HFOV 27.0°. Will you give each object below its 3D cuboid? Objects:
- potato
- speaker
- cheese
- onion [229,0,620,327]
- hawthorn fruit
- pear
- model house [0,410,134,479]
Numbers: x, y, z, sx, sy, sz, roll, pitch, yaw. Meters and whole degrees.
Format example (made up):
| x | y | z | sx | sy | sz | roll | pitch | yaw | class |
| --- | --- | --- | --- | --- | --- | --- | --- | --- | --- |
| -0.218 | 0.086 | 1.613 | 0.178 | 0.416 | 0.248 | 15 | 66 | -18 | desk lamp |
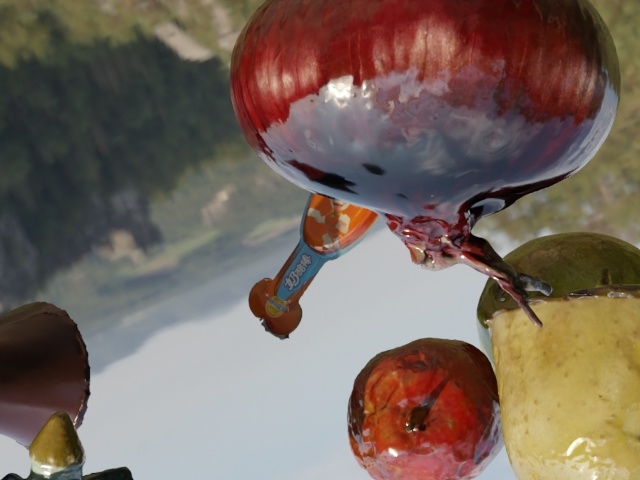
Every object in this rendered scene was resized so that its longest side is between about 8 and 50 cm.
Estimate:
| x | y | z | sx | sy | sz | roll | pitch | yaw | class |
| --- | --- | --- | --- | --- | --- | --- | --- | --- | --- |
| 0.280 | 0.170 | 1.345 | 0.242 | 0.242 | 0.285 | -23 | 179 | -29 | potato |
| -0.438 | 0.127 | 1.572 | 0.198 | 0.259 | 0.329 | 28 | -170 | 36 | speaker |
| 0.000 | 0.000 | 1.598 | 0.256 | 0.106 | 0.037 | -55 | 146 | 4 | cheese |
| 0.071 | -0.077 | 0.908 | 0.273 | 0.285 | 0.273 | -4 | 180 | 0 | onion |
| 0.124 | 0.211 | 1.608 | 0.207 | 0.207 | 0.243 | -23 | 171 | 7 | hawthorn fruit |
| 0.358 | 0.113 | 1.859 | 0.269 | 0.269 | 0.321 | -23 | 143 | 33 | pear |
| -0.263 | 0.324 | 1.373 | 0.253 | 0.291 | 0.184 | -9 | -166 | -39 | model house |
